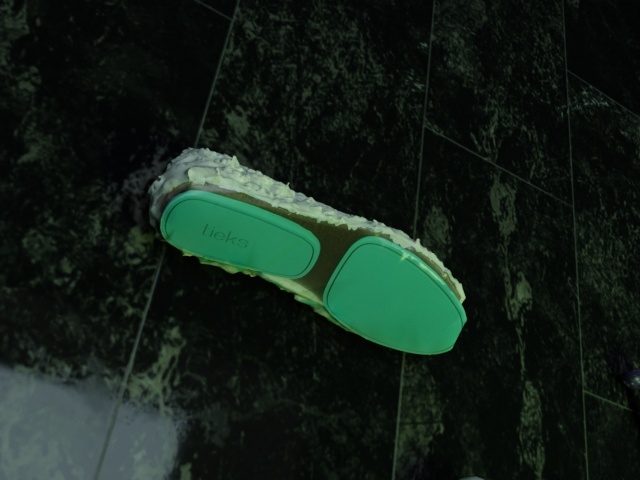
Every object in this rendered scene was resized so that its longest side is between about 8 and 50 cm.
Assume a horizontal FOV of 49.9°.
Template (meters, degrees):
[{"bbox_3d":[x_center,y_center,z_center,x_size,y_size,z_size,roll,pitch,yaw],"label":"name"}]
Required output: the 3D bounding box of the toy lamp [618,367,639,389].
[{"bbox_3d":[0.524,0.327,1.025,0.080,0.080,0.274,0,67,-34],"label":"toy lamp"}]

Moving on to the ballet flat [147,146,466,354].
[{"bbox_3d":[0.000,0.000,0.805,0.409,0.147,0.146,27,56,-21],"label":"ballet flat"}]

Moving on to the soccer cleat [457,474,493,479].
[{"bbox_3d":[0.214,0.429,0.762,0.143,0.116,0.331,-27,82,-23],"label":"soccer cleat"}]
